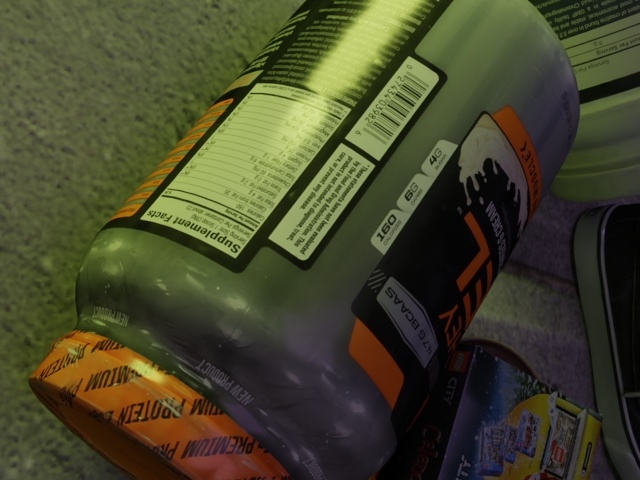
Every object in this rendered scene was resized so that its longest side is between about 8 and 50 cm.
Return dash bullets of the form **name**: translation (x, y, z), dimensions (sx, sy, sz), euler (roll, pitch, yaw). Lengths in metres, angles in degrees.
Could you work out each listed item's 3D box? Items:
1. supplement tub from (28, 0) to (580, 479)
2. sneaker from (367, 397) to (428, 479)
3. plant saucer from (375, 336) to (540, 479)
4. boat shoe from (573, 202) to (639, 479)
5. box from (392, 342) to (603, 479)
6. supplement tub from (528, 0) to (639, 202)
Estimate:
- **supplement tub**: translation (0.000, 0.000, 0.472), dimensions (0.193, 0.193, 0.316), euler (48, 63, -24)
- **sneaker**: translation (0.005, 0.141, 0.557), dimensions (0.175, 0.067, 0.064), euler (-51, 136, -11)
- **plant saucer**: translation (0.105, 0.172, 0.638), dimensions (0.198, 0.036, 0.198), euler (2, 87, -37)
- **boat shoe**: translation (0.322, 0.112, 0.758), dimensions (0.113, 0.105, 0.306), euler (-15, 96, -36)
- **box**: translation (0.115, 0.209, 0.592), dimensions (0.159, 0.044, 0.233), euler (30, 71, -31)
- **supplement tub**: translation (0.220, -0.186, 0.645), dimensions (0.191, 0.191, 0.272), euler (-30, 105, -34)
